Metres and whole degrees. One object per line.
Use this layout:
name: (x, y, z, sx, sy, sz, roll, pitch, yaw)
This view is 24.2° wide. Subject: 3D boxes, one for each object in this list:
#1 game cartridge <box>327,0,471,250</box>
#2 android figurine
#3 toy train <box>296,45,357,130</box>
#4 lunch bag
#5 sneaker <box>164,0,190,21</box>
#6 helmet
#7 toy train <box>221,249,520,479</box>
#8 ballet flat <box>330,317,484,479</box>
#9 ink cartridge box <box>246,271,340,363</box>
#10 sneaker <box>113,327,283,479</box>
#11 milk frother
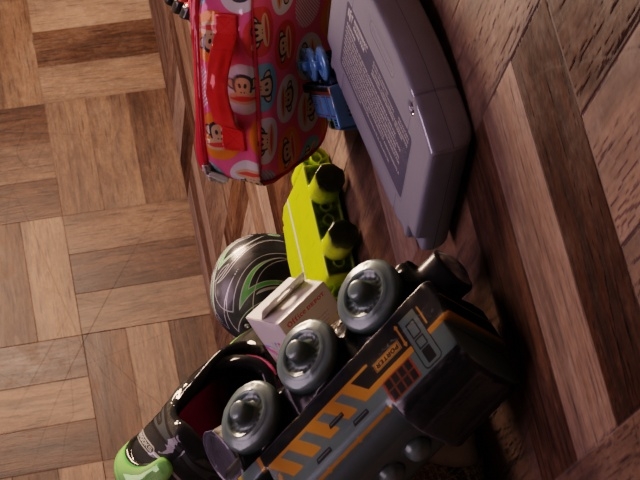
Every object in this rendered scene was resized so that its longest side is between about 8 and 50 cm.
game cartridge: (0.079, -0.160, 1.555, 0.196, 0.060, 0.294, 91, 161, -56)
android figurine: (0.000, 0.000, 2.116, 0.273, 0.056, 0.248, 113, 146, -66)
toy train: (0.024, -0.188, 1.801, 0.184, 0.080, 0.105, -153, 49, -76)
lunch bag: (-0.078, -0.220, 1.875, 0.258, 0.120, 0.293, -45, -40, -57)
sneaker: (-0.118, -0.348, 2.346, 0.314, 0.136, 0.116, 53, 138, 20)
helmet: (-0.097, 0.074, 2.393, 0.169, 0.161, 0.169, 171, 90, -79)
toy train: (0.040, 0.165, 1.462, 0.142, 0.334, 0.190, 32, -162, -41)
ballet flat: (0.082, 0.185, 1.656, 0.483, 0.164, 0.182, -123, 50, -68)
ink cartridge box: (-0.023, 0.120, 2.035, 0.090, 0.092, 0.143, 4, 132, 57)
sneaker: (-0.095, 0.231, 2.138, 0.185, 0.483, 0.202, 45, 127, 0)
milk frother: (-0.047, 0.259, 1.859, 0.143, 0.134, 0.129, -17, 102, 61)
